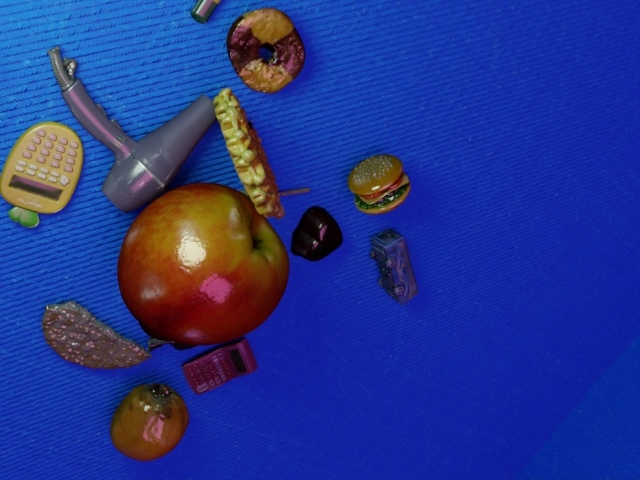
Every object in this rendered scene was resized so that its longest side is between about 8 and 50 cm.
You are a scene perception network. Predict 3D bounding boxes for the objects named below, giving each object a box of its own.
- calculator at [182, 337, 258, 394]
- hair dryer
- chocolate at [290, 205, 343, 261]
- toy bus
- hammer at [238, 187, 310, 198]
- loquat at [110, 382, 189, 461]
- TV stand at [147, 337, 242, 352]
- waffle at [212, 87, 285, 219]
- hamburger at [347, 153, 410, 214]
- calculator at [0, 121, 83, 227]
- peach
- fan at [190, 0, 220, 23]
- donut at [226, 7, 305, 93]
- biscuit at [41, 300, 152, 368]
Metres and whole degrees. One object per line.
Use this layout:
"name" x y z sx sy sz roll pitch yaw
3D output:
"calculator" -0.273 0.339 1.926 0.190 0.034 0.127 -22 128 -8
"hair dryer" -0.403 -0.262 1.449 0.301 0.121 0.361 -47 124 -6
"chocolate" 0.000 0.000 1.834 0.125 0.080 0.149 21 106 -36
"toy bus" 0.208 0.074 2.000 0.094 0.079 0.237 -39 132 -23
"hammer" -0.113 -0.103 1.745 0.195 0.028 0.060 -9 128 -25
"loquat" -0.439 0.466 1.830 0.187 0.176 0.234 7 119 -50
"TV stand" -0.323 0.255 1.840 0.249 0.042 0.036 -6 119 -26
"waffle" -0.154 -0.182 1.527 0.065 0.283 0.309 -19 112 2
"hamburger" 0.147 -0.140 1.779 0.162 0.162 0.115 -35 127 -5
"calculator" -0.577 -0.135 1.467 0.146 0.032 0.235 20 107 -36
"peach" -0.267 0.062 1.553 0.388 0.388 0.388 -14 124 -21
"fan" -0.207 -0.506 1.433 0.082 0.039 0.155 26 105 -38
"donut" -0.122 -0.410 1.517 0.166 0.073 0.184 -48 130 5
"biscuit" -0.556 0.243 1.700 0.141 0.038 0.290 -41 125 12
